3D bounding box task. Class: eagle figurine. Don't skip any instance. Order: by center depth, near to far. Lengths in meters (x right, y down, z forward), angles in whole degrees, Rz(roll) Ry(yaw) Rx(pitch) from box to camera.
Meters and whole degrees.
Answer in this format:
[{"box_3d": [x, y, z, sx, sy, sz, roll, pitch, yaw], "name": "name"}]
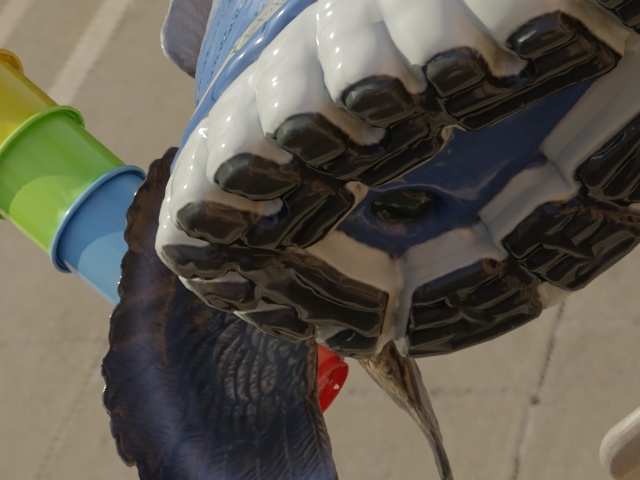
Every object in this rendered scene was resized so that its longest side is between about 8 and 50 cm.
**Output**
[{"box_3d": [0.003, 0.005, 0.969, 0.226, 0.298, 0.225, 11, 21, -6], "name": "eagle figurine"}]

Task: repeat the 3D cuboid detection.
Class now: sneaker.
[{"box_3d": [0.085, -0.109, 0.369, 0.330, 0.130, 0.147, -31, 48, 29], "name": "sneaker"}]

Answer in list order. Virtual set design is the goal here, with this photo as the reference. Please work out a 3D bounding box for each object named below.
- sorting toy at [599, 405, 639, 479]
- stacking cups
[{"box_3d": [0.216, 0.012, 0.649, 0.193, 0.038, 0.208, -45, -13, 35], "name": "sorting toy"}, {"box_3d": [-0.119, 0.008, 1.092, 0.316, 0.096, 0.096, 40, 66, 16], "name": "stacking cups"}]
